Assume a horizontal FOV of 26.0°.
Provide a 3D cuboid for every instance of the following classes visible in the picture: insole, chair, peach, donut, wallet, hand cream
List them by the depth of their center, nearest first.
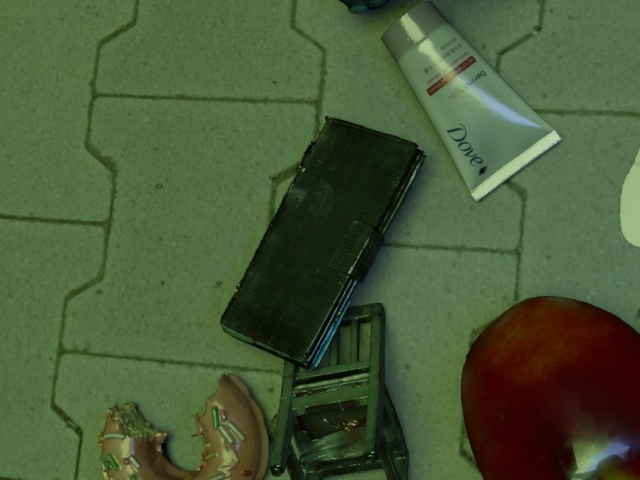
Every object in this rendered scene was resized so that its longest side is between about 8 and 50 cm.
[{"bbox_3d":[0.295,0.213,1.620,0.281,0.281,0.338,-45,37,6],"label":"peach"},{"bbox_3d":[0.411,-0.088,1.708,0.065,0.004,0.197,12,85,18],"label":"insole"},{"bbox_3d":[0.029,0.226,1.726,0.136,0.147,0.270,-12,35,13],"label":"chair"},{"bbox_3d":[0.177,-0.183,1.763,0.133,0.083,0.248,-39,82,10],"label":"hand cream"},{"bbox_3d":[0.000,0.000,1.766,0.169,0.044,0.317,20,79,38],"label":"wallet"},{"bbox_3d":[-0.179,0.285,1.792,0.233,0.085,0.199,-19,78,15],"label":"donut"}]

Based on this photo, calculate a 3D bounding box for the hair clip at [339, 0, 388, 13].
[{"bbox_3d":[0.145,-0.398,1.729,0.310,0.206,0.194,-11,81,15],"label":"hair clip"}]
